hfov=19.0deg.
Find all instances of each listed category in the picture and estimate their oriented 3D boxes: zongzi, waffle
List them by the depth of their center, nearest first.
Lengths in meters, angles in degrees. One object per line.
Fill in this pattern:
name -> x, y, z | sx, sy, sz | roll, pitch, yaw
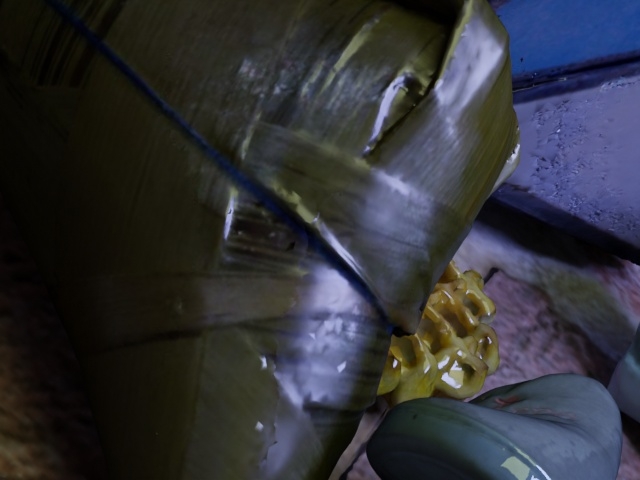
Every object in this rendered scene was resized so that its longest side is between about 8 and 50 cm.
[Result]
zongzi -> -0.090, 0.007, 0.695 | 0.260, 0.289, 0.123 | 23, -18, 22
waffle -> 0.002, -0.001, 0.834 | 0.191, 0.038, 0.191 | 29, 32, -21

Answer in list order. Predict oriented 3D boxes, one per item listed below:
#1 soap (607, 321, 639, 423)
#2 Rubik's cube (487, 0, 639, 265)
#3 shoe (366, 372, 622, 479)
soap -> 0.264, 0.070, 0.875 | 0.230, 0.145, 0.091 | 36, 23, 33
Rubik's cube -> 0.145, -0.200, 0.934 | 0.305, 0.307, 0.310 | 21, 42, -51
shoe -> 0.071, 0.077, 0.697 | 0.079, 0.078, 0.195 | 33, -13, 14
